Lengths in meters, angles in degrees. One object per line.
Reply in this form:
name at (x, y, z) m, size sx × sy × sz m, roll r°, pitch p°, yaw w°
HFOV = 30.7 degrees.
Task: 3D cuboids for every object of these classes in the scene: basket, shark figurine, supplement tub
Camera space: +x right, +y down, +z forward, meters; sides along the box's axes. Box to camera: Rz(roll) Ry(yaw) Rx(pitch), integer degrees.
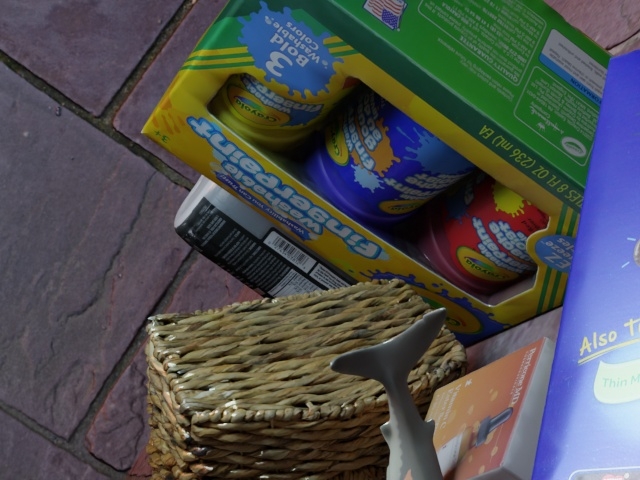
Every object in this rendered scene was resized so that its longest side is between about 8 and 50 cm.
basket at (-0.011, 0.194, 1.158) m, size 0.213 × 0.299 × 0.223 m, roll -130°, pitch 38°, yaw -54°
shark figurine at (0.090, 0.205, 0.890) m, size 0.116 × 0.166 × 0.278 m, roll -7°, pitch 70°, yaw 24°
supplement tub at (0.000, 0.000, 1.497) m, size 0.207 × 0.338 × 0.207 m, roll -51°, pitch 12°, yaw 15°

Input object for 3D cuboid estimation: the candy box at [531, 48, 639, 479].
candy box at (0.270, 0.020, 0.597) m, size 0.268 × 0.122 × 0.317 m, roll -12°, pitch 49°, yaw 42°

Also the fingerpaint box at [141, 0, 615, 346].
fingerpaint box at (0.089, -0.105, 1.172) m, size 0.371 × 0.444 × 0.163 m, roll -35°, pitch 24°, yaw 58°

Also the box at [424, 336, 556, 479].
box at (0.155, 0.178, 0.981) m, size 0.170 × 0.091 × 0.130 m, roll -40°, pitch 19°, yaw 53°
